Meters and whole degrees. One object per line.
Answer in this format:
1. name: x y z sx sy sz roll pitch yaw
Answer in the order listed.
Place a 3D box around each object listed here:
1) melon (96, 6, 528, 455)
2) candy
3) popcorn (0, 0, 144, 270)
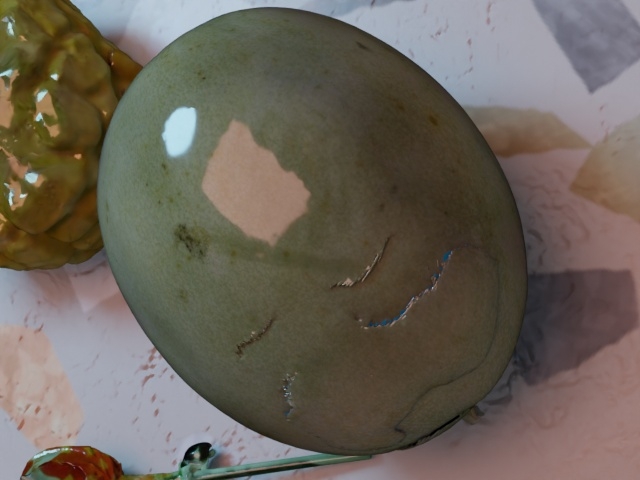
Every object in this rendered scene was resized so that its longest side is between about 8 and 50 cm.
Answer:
1. melon: 0.000 0.000 1.254 0.268 0.268 0.330 -44 86 13
2. candy: -0.100 0.180 1.384 0.288 0.084 0.078 -11 72 17
3. popcorn: -0.246 -0.085 1.438 0.250 0.190 0.250 -5 72 15
